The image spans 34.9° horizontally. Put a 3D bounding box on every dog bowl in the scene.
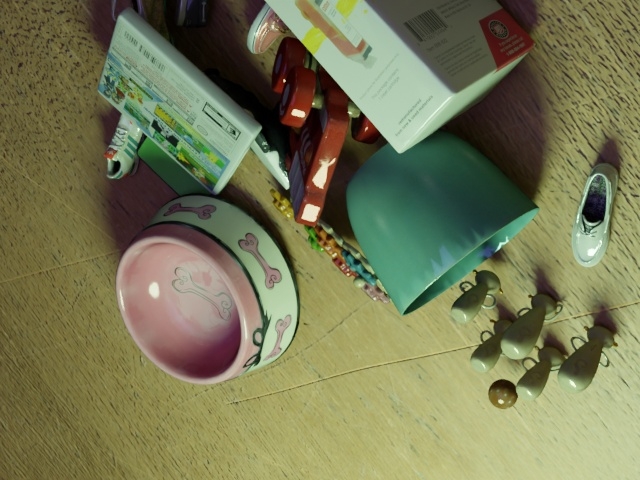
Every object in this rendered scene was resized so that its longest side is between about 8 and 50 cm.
[{"bbox_3d":[-0.251,0.118,2.108,0.408,0.150,0.408,15,120,27],"label":"dog bowl"}]

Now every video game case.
[{"bbox_3d":[-0.280,-0.257,1.958,0.329,0.036,0.300,42,152,-2],"label":"video game case"}]

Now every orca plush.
[{"bbox_3d":[-0.112,-0.239,1.971,0.287,0.102,0.151,49,170,17],"label":"orca plush"}]

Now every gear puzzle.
[{"bbox_3d":[0.000,0.000,1.910,0.044,0.175,0.339,-44,55,-5],"label":"gear puzzle"}]

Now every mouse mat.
[{"bbox_3d":[-0.286,-0.168,2.118,0.189,0.007,0.152,43,124,2],"label":"mouse mat"}]

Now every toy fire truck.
[{"bbox_3d":[-0.011,-0.199,1.795,0.169,0.302,0.254,12,121,-16],"label":"toy fire truck"}]

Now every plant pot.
[{"bbox_3d":[0.182,-0.051,1.729,0.235,0.293,0.293,52,125,12],"label":"plant pot"}]

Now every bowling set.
[{"bbox_3d":[0.354,0.190,1.815,0.287,0.154,0.200,35,141,14],"label":"bowling set"}]

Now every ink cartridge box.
[{"bbox_3d":[0.115,-0.369,1.638,0.385,0.279,0.160,50,136,6],"label":"ink cartridge box"}]

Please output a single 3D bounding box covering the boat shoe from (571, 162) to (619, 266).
[{"bbox_3d":[0.456,-0.036,1.694,0.066,0.063,0.184,23,118,22],"label":"boat shoe"}]

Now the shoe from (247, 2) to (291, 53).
[{"bbox_3d":[-0.066,-0.403,1.873,0.081,0.063,0.178,43,120,17],"label":"shoe"}]

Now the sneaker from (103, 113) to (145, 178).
[{"bbox_3d":[-0.419,-0.202,2.154,0.057,0.075,0.161,25,119,21],"label":"sneaker"}]

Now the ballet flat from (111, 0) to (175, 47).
[{"bbox_3d":[-0.348,-0.415,2.001,0.123,0.123,0.349,2,107,30],"label":"ballet flat"}]

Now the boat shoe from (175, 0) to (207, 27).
[{"bbox_3d":[-0.228,-0.507,1.949,0.065,0.075,0.206,9,114,-19],"label":"boat shoe"}]
